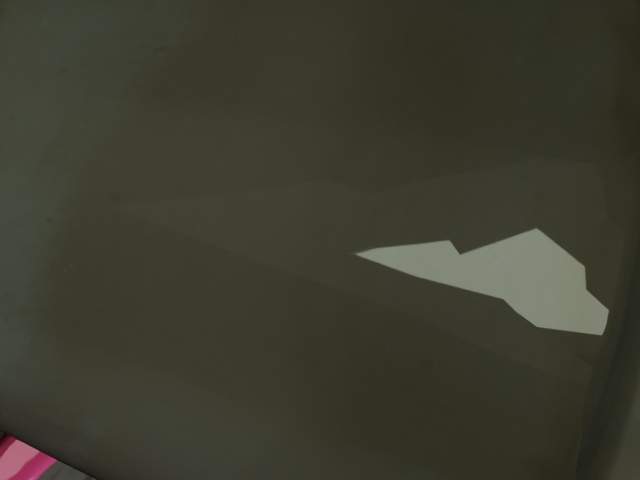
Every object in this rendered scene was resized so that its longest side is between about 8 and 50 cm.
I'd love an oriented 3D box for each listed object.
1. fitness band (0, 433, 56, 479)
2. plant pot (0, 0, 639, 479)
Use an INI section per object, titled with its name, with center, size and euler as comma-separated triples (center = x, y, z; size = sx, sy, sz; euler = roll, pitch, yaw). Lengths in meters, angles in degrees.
[fitness band]
center = -0.074, 0.207, 0.649
size = 0.209, 0.054, 0.291
euler = -15, 96, -15
[plant pot]
center = 0.000, 0.000, 0.527
size = 0.280, 0.323, 0.323
euler = 13, 89, -8
